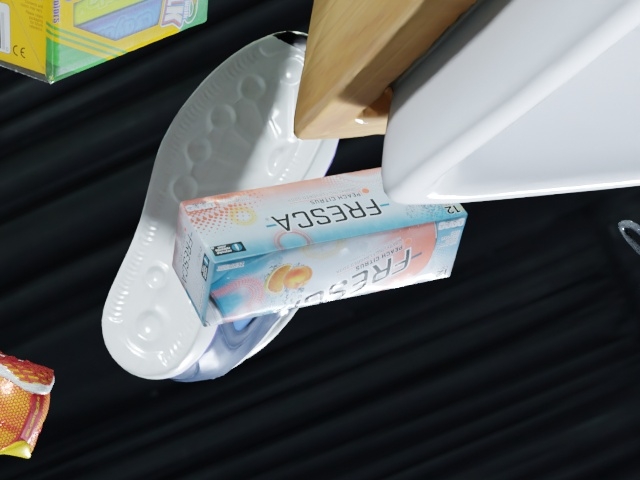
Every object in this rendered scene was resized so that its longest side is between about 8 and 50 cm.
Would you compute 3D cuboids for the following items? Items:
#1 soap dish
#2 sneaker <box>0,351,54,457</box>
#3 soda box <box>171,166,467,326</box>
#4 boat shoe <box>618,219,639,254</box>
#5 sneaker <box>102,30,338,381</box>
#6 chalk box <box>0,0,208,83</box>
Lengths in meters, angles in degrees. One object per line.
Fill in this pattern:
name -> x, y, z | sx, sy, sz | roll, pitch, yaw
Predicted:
soap dish -> 0.157, -0.105, 0.428 | 0.229, 0.291, 0.118 | 140, -59, -63
sneaker -> -0.234, 0.088, 0.944 | 0.064, 0.067, 0.175 | 19, -1, -43
soda box -> 0.000, 0.000, 0.985 | 0.058, 0.183, 0.063 | 101, -32, -41
boat shoe -> 0.326, 0.022, 1.186 | 0.187, 0.156, 0.500 | 47, 15, -14
sneaker -> -0.059, -0.024, 1.324 | 0.130, 0.323, 0.236 | 30, 8, 14
chalk box -> -0.157, -0.210, 1.023 | 0.213, 0.132, 0.132 | -34, 137, -49
